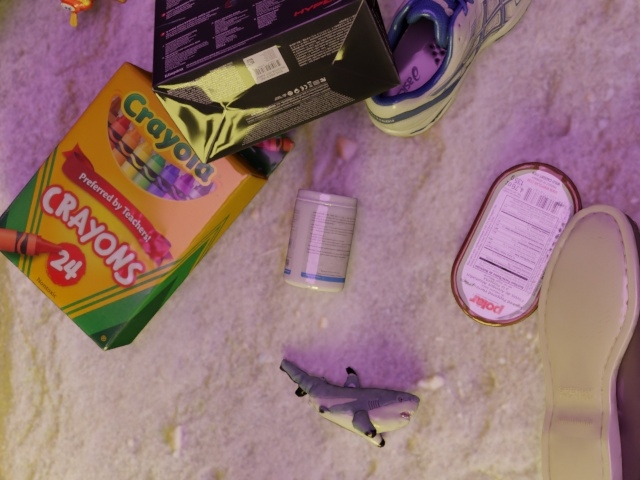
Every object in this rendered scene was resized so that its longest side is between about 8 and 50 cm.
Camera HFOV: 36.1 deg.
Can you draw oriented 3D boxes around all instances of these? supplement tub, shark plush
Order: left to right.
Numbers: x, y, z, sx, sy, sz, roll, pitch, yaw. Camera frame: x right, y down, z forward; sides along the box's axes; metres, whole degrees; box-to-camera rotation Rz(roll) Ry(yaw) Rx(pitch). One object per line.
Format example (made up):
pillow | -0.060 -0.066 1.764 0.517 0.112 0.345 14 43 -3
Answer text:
supplement tub | 0.000 0.000 1.095 0.071 0.071 0.107 11 93 12
shark plush | 0.029 0.177 1.115 0.161 0.073 0.067 19 74 32

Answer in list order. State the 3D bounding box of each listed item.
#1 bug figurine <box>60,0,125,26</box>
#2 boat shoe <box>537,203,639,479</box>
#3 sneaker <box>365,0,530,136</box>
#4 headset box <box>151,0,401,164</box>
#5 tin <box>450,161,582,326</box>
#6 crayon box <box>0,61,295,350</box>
bug figurine | -0.355 -0.381 1.167 0.279 0.072 0.216 15 93 12
boat shoe | 0.299 0.126 1.019 0.117 0.097 0.324 -1 86 52
sneaker | 0.145 -0.243 1.032 0.112 0.131 0.296 29 95 12
headset box | -0.054 -0.242 1.022 0.218 0.110 0.293 -21 42 11
tin | 0.211 0.004 1.068 0.106 0.040 0.189 26 96 15
crayon box | -0.208 -0.057 1.134 0.202 0.081 0.318 41 98 9
